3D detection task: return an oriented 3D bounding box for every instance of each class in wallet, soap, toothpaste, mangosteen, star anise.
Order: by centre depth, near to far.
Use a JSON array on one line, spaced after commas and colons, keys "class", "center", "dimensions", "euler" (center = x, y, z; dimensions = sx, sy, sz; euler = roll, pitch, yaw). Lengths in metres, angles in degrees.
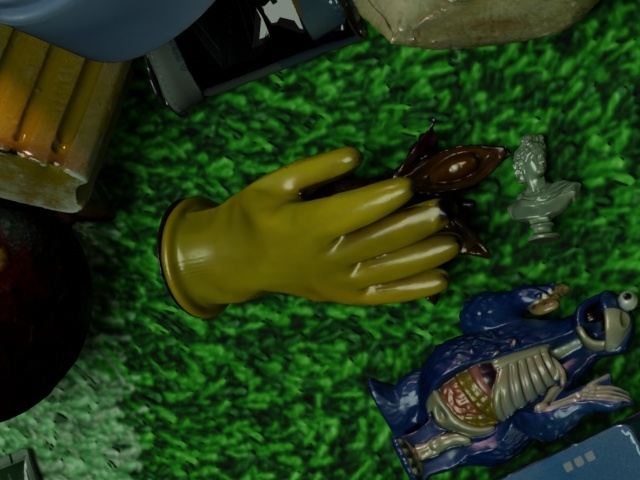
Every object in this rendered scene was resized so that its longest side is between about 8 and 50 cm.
[{"class": "star anise", "center": [0.091, -0.020, 1.675], "dimensions": [0.212, 0.053, 0.157], "euler": [-27, 87, 26]}, {"class": "wallet", "center": [-0.084, -0.226, 1.714], "dimensions": [0.231, 0.069, 0.170], "euler": [-19, 96, 28]}, {"class": "soap", "center": [-0.259, -0.143, 1.727], "dimensions": [0.140, 0.232, 0.073], "euler": [15, 141, -1]}, {"class": "mangosteen", "center": [-0.363, 0.036, 1.784], "dimensions": [0.311, 0.311, 0.311], "euler": [5, 102, 25]}, {"class": "toothpaste", "center": [-0.294, 0.321, 1.937], "dimensions": [0.049, 0.031, 0.204], "euler": [-24, 87, 26]}]

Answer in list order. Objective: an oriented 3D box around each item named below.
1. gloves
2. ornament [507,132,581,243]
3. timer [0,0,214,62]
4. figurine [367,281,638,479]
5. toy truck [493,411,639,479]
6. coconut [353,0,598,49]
[{"class": "gloves", "center": [0.001, 0.001, 1.669], "dimensions": [0.294, 0.116, 0.133], "euler": [-8, 141, 33]}, {"class": "ornament", "center": [0.195, -0.042, 1.625], "dimensions": [0.068, 0.041, 0.092], "euler": [-41, 64, 18]}, {"class": "timer", "center": [-0.162, -0.334, 1.594], "dimensions": [0.395, 0.173, 0.395], "euler": [-21, 59, 38]}, {"class": "figurine", "center": [0.174, 0.126, 1.636], "dimensions": [0.262, 0.121, 0.164], "euler": [-21, 55, 19]}, {"class": "toy truck", "center": [0.276, 0.247, 1.587], "dimensions": [0.367, 0.146, 0.175], "euler": [-29, 82, 27]}, {"class": "coconut", "center": [0.127, -0.299, 1.494], "dimensions": [0.297, 0.254, 0.297], "euler": [6, 103, 26]}]
